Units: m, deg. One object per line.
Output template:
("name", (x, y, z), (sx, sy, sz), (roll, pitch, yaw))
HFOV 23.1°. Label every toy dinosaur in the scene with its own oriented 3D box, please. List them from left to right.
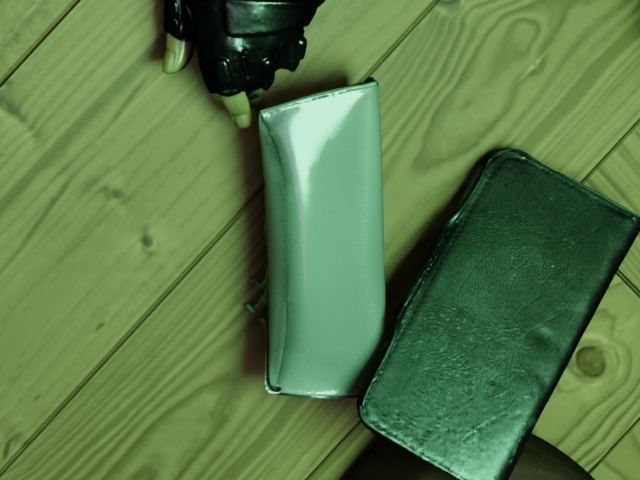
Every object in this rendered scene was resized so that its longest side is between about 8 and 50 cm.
("toy dinosaur", (-0.039, 0.056, 1.507), (0.062, 0.021, 0.083), (-41, 120, -20))

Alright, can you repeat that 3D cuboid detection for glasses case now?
("glasses case", (-0.002, 0.000, 1.462), (0.128, 0.083, 0.308), (-9, 109, -23))

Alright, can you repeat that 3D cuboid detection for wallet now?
("wallet", (0.166, 0.072, 1.487), (0.172, 0.045, 0.318), (29, 74, 0))

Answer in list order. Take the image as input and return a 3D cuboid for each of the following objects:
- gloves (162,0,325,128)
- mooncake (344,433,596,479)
("gloves", (-0.063, -0.199, 1.376), (0.164, 0.124, 0.203), (-5, 101, 3))
("mooncake", (0.153, 0.336, 1.575), (0.333, 0.174, 0.326), (-24, 114, -11))
